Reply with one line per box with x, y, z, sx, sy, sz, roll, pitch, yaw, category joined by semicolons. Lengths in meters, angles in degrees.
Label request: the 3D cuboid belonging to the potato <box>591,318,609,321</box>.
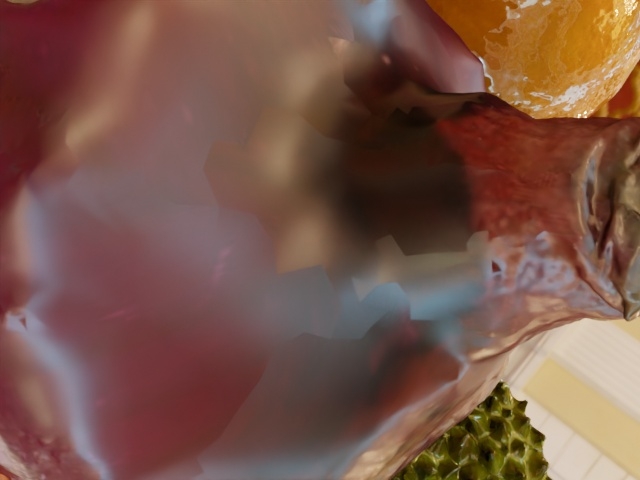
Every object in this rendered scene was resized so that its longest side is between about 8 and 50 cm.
0.273;-0.008;0.910;0.146;0.234;0.150;-38;168;-48;potato

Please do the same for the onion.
0.000;0.000;0.426;0.398;0.420;0.398;-17;114;-43;onion

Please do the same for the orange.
0.167;-0.239;0.784;0.312;0.312;0.312;-44;159;-22;orange

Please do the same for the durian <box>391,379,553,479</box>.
0.112;0.260;0.702;0.169;0.158;0.351;-120;-145;-84;durian
